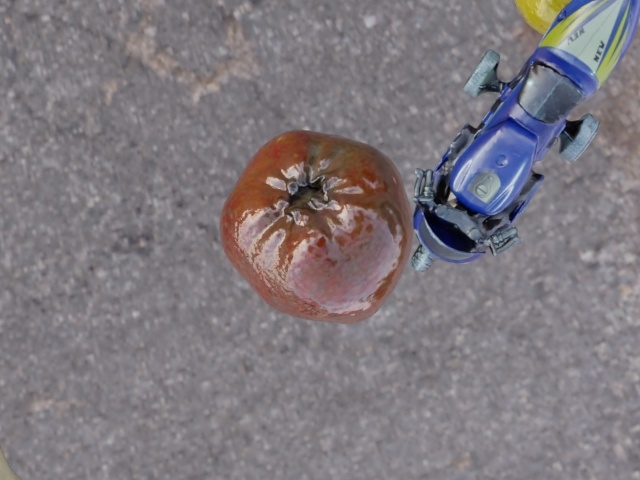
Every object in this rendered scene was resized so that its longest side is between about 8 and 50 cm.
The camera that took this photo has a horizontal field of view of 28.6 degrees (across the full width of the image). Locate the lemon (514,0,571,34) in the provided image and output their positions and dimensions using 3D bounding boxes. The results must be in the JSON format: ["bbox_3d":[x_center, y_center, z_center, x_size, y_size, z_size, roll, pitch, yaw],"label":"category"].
[{"bbox_3d":[0.229,-0.238,1.151,0.109,0.109,0.133,-32,-179,15],"label":"lemon"}]

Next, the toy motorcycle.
[{"bbox_3d":[0.153,-0.079,0.999,0.113,0.169,0.315,34,117,1],"label":"toy motorcycle"}]

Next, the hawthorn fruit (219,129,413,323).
[{"bbox_3d":[0.000,0.000,1.394,0.210,0.210,0.262,-16,157,-6],"label":"hawthorn fruit"}]

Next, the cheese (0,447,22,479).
[{"bbox_3d":[-0.200,0.117,0.350,0.384,0.104,0.384,5,110,13],"label":"cheese"}]
